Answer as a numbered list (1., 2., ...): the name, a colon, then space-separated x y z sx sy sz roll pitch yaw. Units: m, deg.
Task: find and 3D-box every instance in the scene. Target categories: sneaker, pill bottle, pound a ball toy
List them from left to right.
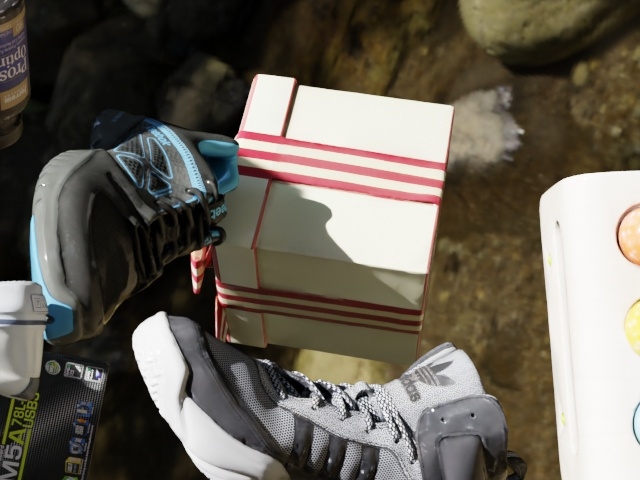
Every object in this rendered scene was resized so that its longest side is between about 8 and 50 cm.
1. sneaker: -0.315 0.077 0.792 0.094 0.258 0.091 116 151 -82
2. pill bottle: -0.442 -0.230 1.539 0.122 0.123 0.219 -110 20 -45
3. sneaker: -0.153 -0.027 1.005 0.341 0.140 0.125 -80 -6 -61
4. sneaker: 0.017 0.103 0.720 0.153 0.268 0.101 -41 29 5
5. pound a ball toy: 0.315 0.056 1.033 0.136 0.208 0.319 120 149 -80

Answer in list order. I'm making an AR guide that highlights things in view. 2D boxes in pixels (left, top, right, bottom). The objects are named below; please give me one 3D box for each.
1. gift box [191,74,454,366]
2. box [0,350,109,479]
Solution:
1. gift box: 0.000 0.000 1.319 0.276 0.258 0.255 92 -171 -53
2. box: -0.379 0.234 1.514 0.045 0.184 0.190 127 153 -63
